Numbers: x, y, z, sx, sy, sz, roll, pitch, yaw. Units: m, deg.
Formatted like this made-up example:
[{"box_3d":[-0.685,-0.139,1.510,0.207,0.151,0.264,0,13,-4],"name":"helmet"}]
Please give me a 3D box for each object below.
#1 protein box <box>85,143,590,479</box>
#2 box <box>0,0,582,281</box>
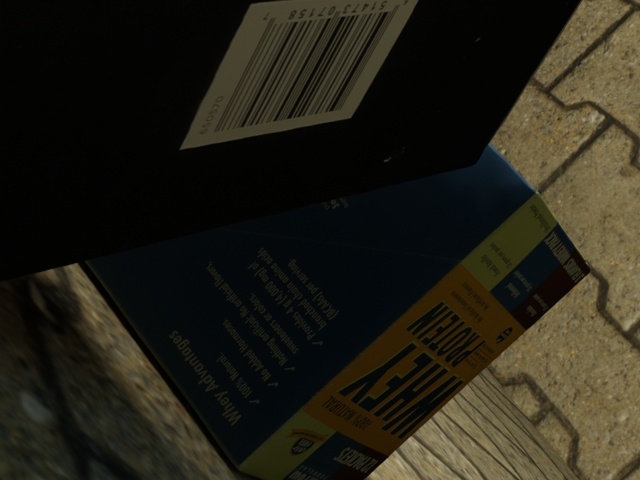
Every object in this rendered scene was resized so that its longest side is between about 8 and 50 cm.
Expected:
[{"box_3d":[0.000,0.000,0.782,0.200,0.201,0.136,49,5,28],"name":"protein box"},{"box_3d":[-0.095,-0.170,0.583,0.343,0.179,0.312,-15,56,-45],"name":"box"}]
